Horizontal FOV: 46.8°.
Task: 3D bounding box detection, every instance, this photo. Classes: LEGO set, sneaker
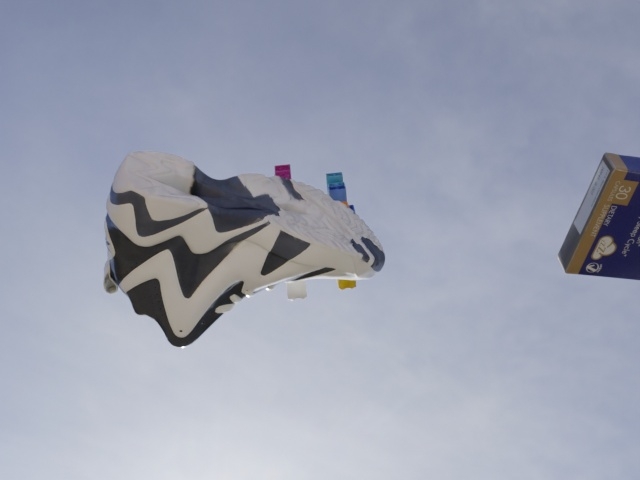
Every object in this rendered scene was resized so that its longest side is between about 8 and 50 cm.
[{"bbox_3d":[0.000,0.000,0.804,0.087,0.227,0.093,-6,-62,-2],"label":"LEGO set"},{"bbox_3d":[-0.074,0.026,0.629,0.235,0.094,0.153,10,-54,-28],"label":"sneaker"}]

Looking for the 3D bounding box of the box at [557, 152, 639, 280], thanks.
[{"bbox_3d":[0.382,-0.016,0.779,0.225,0.036,0.136,5,-53,-9],"label":"box"}]
